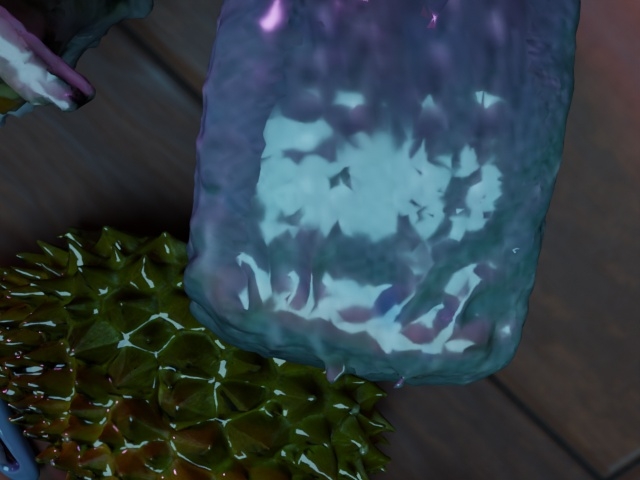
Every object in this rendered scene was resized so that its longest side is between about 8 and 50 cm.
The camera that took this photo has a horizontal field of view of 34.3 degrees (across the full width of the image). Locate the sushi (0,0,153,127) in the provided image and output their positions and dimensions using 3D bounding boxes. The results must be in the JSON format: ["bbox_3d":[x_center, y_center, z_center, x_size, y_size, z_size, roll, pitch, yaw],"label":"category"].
[{"bbox_3d":[-0.155,-0.148,0.419,0.139,0.274,0.184,-25,142,32],"label":"sushi"}]

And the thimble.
[{"bbox_3d":[0.025,-0.046,0.462,0.143,0.235,0.198,8,150,2],"label":"thimble"}]

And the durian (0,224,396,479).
[{"bbox_3d":[-0.083,0.088,0.599,0.306,0.166,0.172,28,85,-13],"label":"durian"}]

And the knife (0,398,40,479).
[{"bbox_3d":[-0.263,0.030,0.648,0.044,0.019,0.313,-19,110,17],"label":"knife"}]
